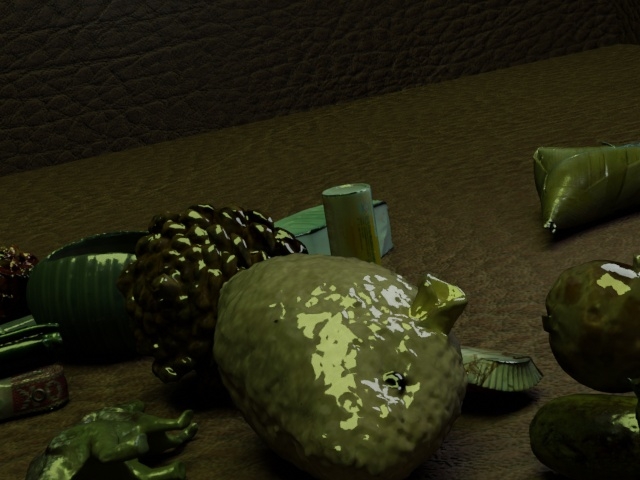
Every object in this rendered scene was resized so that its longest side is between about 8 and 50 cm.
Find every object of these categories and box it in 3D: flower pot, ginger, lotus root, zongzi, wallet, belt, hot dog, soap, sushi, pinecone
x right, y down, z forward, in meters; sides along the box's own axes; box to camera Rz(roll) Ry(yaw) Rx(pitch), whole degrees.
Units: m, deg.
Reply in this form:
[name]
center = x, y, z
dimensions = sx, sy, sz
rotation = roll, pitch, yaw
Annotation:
[flower pot]
center = -0.293, 0.076, 1.715
dimensions = 0.243, 0.157, 0.189
rotation = -7, 13, 12
[ginger]
center = 0.398, 0.078, 1.207
dimensions = 0.256, 0.176, 0.375
rotation = 26, 25, 31
[lotus root]
center = 0.259, 0.182, 1.094
dimensions = 0.179, 0.089, 0.080
rotation = 0, -26, 46
[zongzi]
center = 0.456, -0.077, 1.921
dimensions = 0.228, 0.115, 0.256
rotation = -2, 22, 10
[wallet]
center = -0.462, 0.169, 1.583
dimensions = 0.236, 0.055, 0.160
rotation = -13, -15, -24
[belt]
center = -0.432, 0.207, 1.516
dimensions = 0.232, 0.053, 0.071
rotation = -13, 11, -21
[hot dog]
center = 0.154, 0.146, 1.360
dimensions = 0.108, 0.059, 0.191
rotation = -5, 4, -43
[soap]
center = 0.000, 0.000, 1.945
dimensions = 0.145, 0.091, 0.230
rotation = 4, 21, 41
[sushi]
center = -0.495, 0.080, 1.864
dimensions = 0.150, 0.153, 0.172
rotation = 9, -7, 1
[pinecone]
center = -0.110, 0.071, 1.494
dimensions = 0.257, 0.244, 0.243
rotation = 6, 6, -29

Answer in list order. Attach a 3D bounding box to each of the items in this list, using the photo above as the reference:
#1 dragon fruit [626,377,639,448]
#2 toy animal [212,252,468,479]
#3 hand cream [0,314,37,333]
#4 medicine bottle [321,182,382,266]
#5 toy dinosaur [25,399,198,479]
[dragon fruit]
center = 0.366, 0.154, 0.844
dimensions = 0.298, 0.244, 0.244
rotation = 4, 20, 43
[toy animal]
center = 0.018, 0.121, 1.250
dimensions = 0.226, 0.188, 0.358
rotation = -23, 41, -24
[hand cream]
center = -0.493, 0.159, 1.749
dimensions = 0.255, 0.048, 0.079
rotation = -22, 14, -32
[medicine bottle]
center = 0.048, 0.041, 1.505
dimensions = 0.074, 0.218, 0.074
rotation = -9, 14, 2
[toy dinosaur]
center = -0.220, 0.224, 1.283
dimensions = 0.162, 0.077, 0.294
rotation = -10, 0, 13
